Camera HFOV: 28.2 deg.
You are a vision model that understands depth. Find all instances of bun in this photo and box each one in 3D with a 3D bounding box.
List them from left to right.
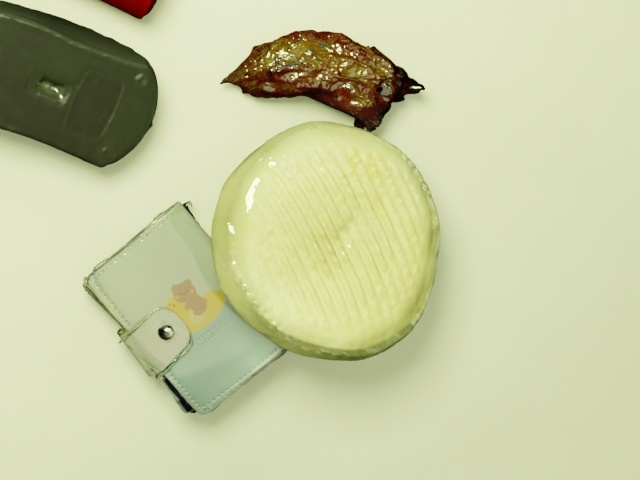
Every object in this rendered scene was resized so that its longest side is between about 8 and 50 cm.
[{"bbox_3d":[0.000,0.000,1.484,0.287,0.146,0.287,-2,95,-25],"label":"bun"}]

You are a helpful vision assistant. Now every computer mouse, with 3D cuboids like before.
[{"bbox_3d":[-0.310,-0.181,1.392,0.269,0.086,0.138,20,106,-26],"label":"computer mouse"}]

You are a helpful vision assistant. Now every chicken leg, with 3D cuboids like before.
[{"bbox_3d":[0.008,-0.191,1.483,0.233,0.063,0.105,16,94,-15],"label":"chicken leg"}]

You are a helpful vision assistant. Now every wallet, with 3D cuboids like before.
[{"bbox_3d":[-0.157,0.084,1.506,0.170,0.069,0.231,-40,103,-7],"label":"wallet"}]

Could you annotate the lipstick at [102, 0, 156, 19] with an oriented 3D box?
[{"bbox_3d":[-0.284,-0.318,1.370,0.241,0.080,0.080,23,97,-18],"label":"lipstick"}]
